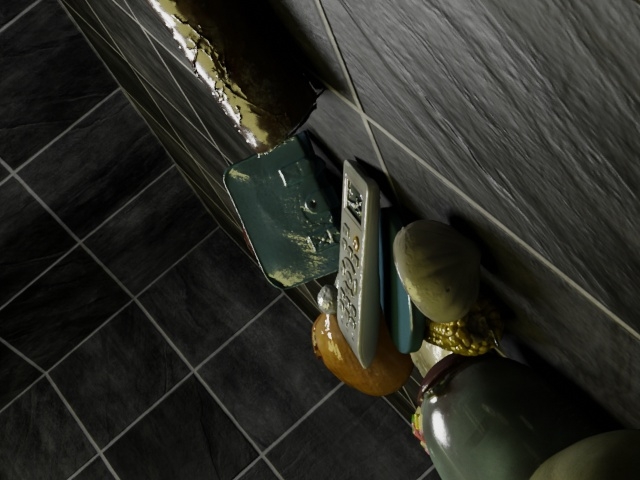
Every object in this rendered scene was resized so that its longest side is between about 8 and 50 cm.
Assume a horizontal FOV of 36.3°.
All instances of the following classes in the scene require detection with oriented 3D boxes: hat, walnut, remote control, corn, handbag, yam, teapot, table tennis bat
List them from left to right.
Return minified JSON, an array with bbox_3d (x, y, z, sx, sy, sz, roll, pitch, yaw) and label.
[{"bbox_3d":[-0.115,-0.256,1.283,0.280,0.131,0.131,54,171,-20],"label":"yam"},{"bbox_3d":[-0.043,-0.047,1.587,0.062,0.179,0.229,-29,-82,-60],"label":"handbag"},{"bbox_3d":[0.067,0.072,1.682,0.112,0.162,0.093,54,175,-4],"label":"hat"},{"bbox_3d":[0.094,0.218,2.148,0.203,0.203,0.298,39,165,52],"label":"walnut"},{"bbox_3d":[0.066,0.039,1.470,0.109,0.055,0.313,-122,30,-59],"label":"remote control"},{"bbox_3d":[0.104,0.041,1.497,0.329,0.044,0.215,-116,19,-62],"label":"table tennis bat"},{"bbox_3d":[0.189,0.111,1.444,0.101,0.101,0.310,50,173,-8],"label":"corn"},{"bbox_3d":[0.295,0.296,1.432,0.315,0.233,0.312,12,-146,-53],"label":"teapot"}]

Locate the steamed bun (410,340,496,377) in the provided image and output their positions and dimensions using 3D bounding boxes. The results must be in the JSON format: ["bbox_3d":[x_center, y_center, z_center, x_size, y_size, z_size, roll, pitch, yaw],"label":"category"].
[{"bbox_3d":[0.231,0.218,1.676,0.212,0.110,0.231,51,174,-14],"label":"steamed bun"}]

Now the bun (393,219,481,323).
[{"bbox_3d":[0.162,0.031,1.238,0.138,0.094,0.138,41,-145,-37],"label":"bun"}]

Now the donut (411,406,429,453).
[{"bbox_3d":[0.328,0.444,2.039,0.371,0.150,0.307,51,172,-20],"label":"donut"}]

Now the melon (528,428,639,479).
[{"bbox_3d":[0.352,0.336,1.011,0.330,0.268,0.268,29,-179,-25],"label":"melon"}]

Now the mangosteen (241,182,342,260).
[{"bbox_3d":[-0.039,-0.040,1.748,0.192,0.192,0.217,49,-157,3],"label":"mangosteen"}]
